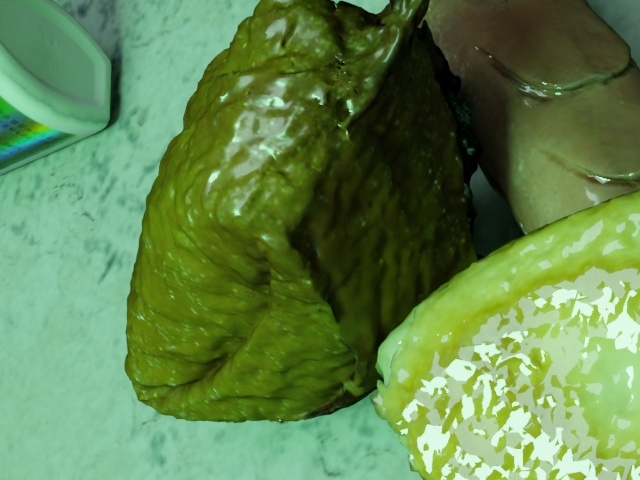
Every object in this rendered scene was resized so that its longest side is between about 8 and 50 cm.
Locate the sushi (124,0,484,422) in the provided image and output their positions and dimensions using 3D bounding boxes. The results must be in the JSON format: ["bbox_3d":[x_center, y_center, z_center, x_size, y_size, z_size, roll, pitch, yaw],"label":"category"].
[{"bbox_3d":[-0.001,0.000,0.747,0.149,0.287,0.140,21,58,1],"label":"sushi"}]

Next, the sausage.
[{"bbox_3d":[0.081,-0.107,0.790,0.088,0.088,0.433,-38,49,16],"label":"sausage"}]

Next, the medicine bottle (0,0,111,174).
[{"bbox_3d":[-0.234,-0.073,0.992,0.219,0.115,0.078,-21,58,29],"label":"medicine bottle"}]

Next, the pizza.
[{"bbox_3d":[0.177,0.051,0.588,0.268,0.087,0.258,-46,67,17],"label":"pizza"}]
